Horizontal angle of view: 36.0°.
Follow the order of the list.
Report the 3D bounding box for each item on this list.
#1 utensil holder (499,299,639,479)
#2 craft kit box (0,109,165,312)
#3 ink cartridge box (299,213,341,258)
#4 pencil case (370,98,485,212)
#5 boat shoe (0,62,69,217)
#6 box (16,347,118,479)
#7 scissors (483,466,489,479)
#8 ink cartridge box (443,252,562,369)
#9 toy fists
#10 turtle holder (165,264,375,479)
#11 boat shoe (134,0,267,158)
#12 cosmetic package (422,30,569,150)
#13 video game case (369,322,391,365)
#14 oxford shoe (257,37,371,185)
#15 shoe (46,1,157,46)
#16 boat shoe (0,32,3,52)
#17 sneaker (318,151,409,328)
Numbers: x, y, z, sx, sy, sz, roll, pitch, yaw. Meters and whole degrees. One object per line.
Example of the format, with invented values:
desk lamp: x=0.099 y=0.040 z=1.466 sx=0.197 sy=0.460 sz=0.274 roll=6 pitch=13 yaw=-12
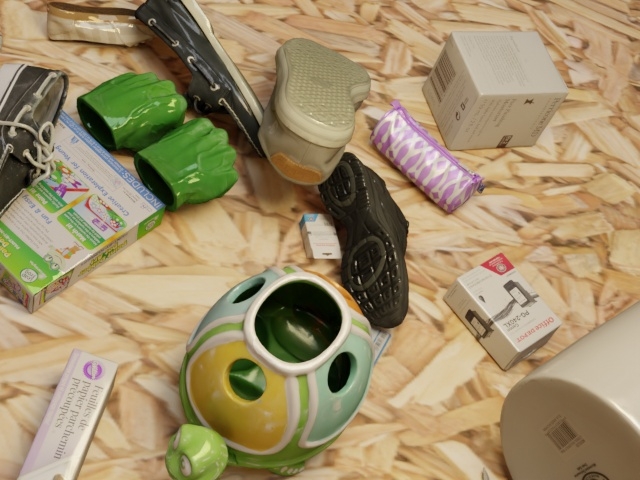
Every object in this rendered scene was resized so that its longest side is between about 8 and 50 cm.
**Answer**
utensil holder: x=0.487 y=0.241 z=1.344 sx=0.385 sy=0.328 sz=0.328 roll=-25 pitch=67 yaw=-30
craft kit box: x=-0.397 y=-0.055 z=1.411 sx=0.250 sy=0.061 sz=0.246 roll=42 pitch=50 yaw=13
ink cartridge box: x=0.000 y=0.000 z=1.527 sx=0.048 sy=0.028 sz=0.083 roll=0 pitch=56 yaw=-20
pencil case: x=0.178 y=-0.137 z=1.651 sx=0.206 sy=0.088 sz=0.086 roll=42 pitch=51 yaw=13
boat shoe: x=-0.413 y=-0.127 z=1.353 sx=0.105 sy=0.113 sz=0.306 roll=4 pitch=44 yaw=1
box: x=-0.327 y=0.285 z=1.183 sx=0.063 sy=0.067 sz=0.324 roll=19 pitch=52 yaw=-6
scissors: x=0.229 y=0.444 z=1.292 sx=0.109 sy=0.021 sz=0.297 roll=-7 pitch=60 yaw=-21
ink cartridge box: x=0.283 y=0.109 z=1.527 sx=0.109 sy=0.063 sz=0.150 roll=-27 pitch=67 yaw=-33
toy fists: x=-0.241 y=-0.156 z=1.507 sx=0.142 sy=0.096 sz=0.279 roll=-33 pitch=62 yaw=-29
turtle holder: x=-0.078 y=0.162 z=1.250 sx=0.320 sy=0.227 sz=0.243 roll=-18 pitch=66 yaw=-23
boat shoe: x=-0.187 y=-0.260 z=1.592 sx=0.113 sy=0.127 sz=0.340 roll=-32 pitch=93 yaw=1
cosmetic package: x=0.307 y=-0.267 z=1.750 sx=0.183 sy=0.151 sz=0.151 roll=-5 pitch=58 yaw=-21
video game case: x=0.008 y=0.139 z=1.439 sx=0.166 sy=0.015 sz=0.119 roll=31 pitch=52 yaw=4
oxford shoe: x=-0.014 y=-0.216 z=1.580 sx=0.169 sy=0.130 sz=0.449 roll=22 pitch=27 yaw=-6
shoe: x=-0.349 y=-0.356 z=1.649 sx=0.219 sy=0.058 sz=0.076 roll=2 pitch=23 yaw=-23
boat shoe: x=-0.552 y=-0.218 z=1.448 sx=0.088 sy=0.096 sz=0.267 roll=37 pitch=53 yaw=4
sneaker: x=0.092 y=0.000 z=1.508 sx=0.130 sy=0.109 sz=0.286 roll=17 pitch=54 yaw=-49
